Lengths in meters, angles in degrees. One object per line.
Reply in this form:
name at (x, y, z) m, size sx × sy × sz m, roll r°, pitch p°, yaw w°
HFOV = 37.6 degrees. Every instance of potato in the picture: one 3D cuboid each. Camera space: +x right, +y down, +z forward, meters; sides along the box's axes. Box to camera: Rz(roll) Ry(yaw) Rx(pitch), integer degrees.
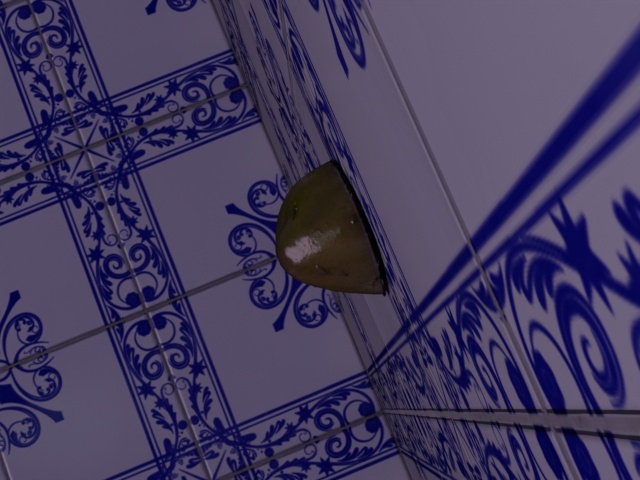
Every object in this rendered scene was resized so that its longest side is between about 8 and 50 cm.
potato at (0.000, 0.000, 1.186) m, size 0.202 × 0.117 × 0.182 m, roll -116°, pitch 8°, yaw -63°
